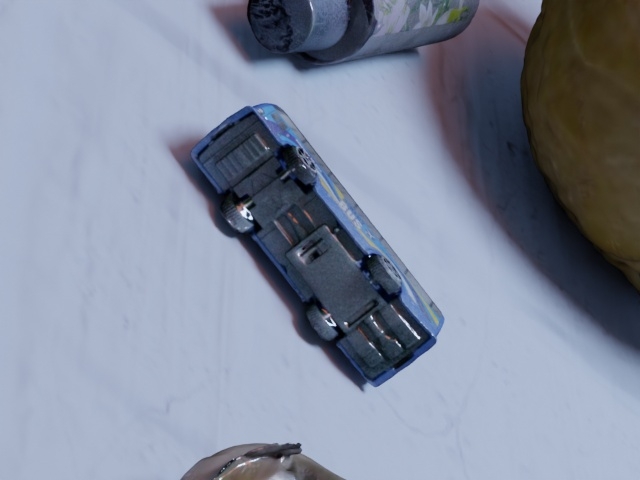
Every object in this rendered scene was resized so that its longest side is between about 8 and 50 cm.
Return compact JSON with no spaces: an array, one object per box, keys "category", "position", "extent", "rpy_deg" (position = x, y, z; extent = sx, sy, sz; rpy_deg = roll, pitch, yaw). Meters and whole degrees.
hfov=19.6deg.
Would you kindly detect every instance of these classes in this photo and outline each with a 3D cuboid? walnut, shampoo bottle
[{"category":"walnut","position":[0.286,-0.094,1.226],"extent":[0.333,0.333,0.333],"rpy_deg":[36,32,-28]},{"category":"shampoo bottle","position":[0.028,-0.143,1.118],"extent":[0.072,0.072,0.214],"rpy_deg":[56,29,7]}]

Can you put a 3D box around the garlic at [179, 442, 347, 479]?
[{"category":"garlic","position":[-0.006,0.133,0.763],"extent":[0.152,0.066,0.084],"rpy_deg":[19,63,-23]}]

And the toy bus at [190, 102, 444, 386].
[{"category":"toy bus","position":[0.000,0.000,0.939],"extent":[0.153,0.051,0.061],"rpy_deg":[52,16,0]}]
